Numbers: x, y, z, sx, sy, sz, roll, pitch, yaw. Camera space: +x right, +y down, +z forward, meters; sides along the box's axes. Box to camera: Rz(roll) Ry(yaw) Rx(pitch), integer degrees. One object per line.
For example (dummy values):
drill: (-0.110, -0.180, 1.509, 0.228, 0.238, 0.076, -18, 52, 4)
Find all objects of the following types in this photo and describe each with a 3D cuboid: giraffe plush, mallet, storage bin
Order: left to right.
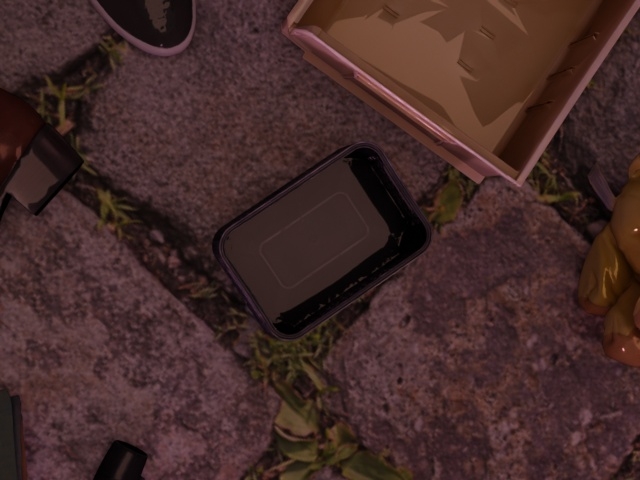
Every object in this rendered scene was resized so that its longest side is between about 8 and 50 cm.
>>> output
mallet: (-0.132, 0.263, 1.249, 0.189, 0.039, 0.062, 36, 85, -12)
storage bin: (0.000, 0.000, 1.242, 0.180, 0.084, 0.122, -34, 96, -7)
storage bin: (0.140, -0.230, 1.244, 0.260, 0.123, 0.262, 35, 85, -8)
giraffe plush: (0.363, 0.016, 1.282, 0.170, 0.181, 0.210, 9, 54, -19)

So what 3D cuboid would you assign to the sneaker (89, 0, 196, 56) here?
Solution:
sneaker: (-0.187, -0.309, 1.178, 0.104, 0.147, 0.296, -22, 95, -10)

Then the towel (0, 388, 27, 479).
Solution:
towel: (-0.374, 0.298, 1.088, 0.271, 0.040, 0.370, -8, 48, -10)

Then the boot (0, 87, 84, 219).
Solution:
boot: (-0.398, -0.075, 1.171, 0.280, 0.096, 0.264, 41, 84, -6)
